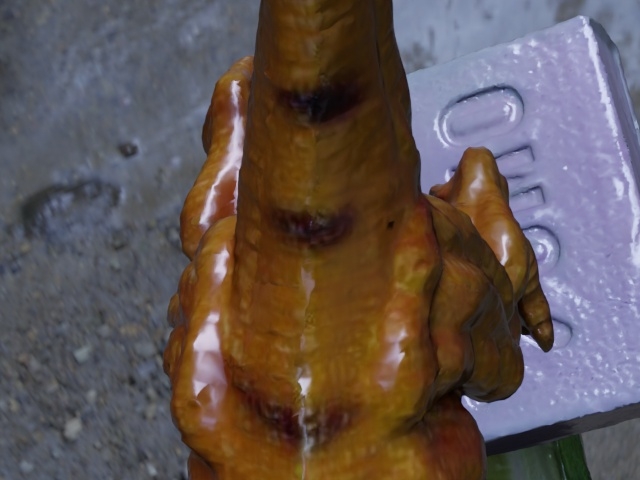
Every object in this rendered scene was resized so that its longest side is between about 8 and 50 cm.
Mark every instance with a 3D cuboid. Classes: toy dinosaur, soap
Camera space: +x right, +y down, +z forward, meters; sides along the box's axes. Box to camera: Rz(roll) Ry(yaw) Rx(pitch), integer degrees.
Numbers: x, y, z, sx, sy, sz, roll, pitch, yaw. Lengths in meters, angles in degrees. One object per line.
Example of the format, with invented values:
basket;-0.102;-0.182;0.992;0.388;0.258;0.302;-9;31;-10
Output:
toy dinosaur;0.000;0.000;0.414;0.097;0.432;0.208;-10;20;11
soap;0.118;0.015;1.250;0.285;0.107;0.296;-19;72;20

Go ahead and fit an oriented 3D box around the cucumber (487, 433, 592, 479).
cucumber;0.185;0.192;1.479;0.145;0.105;0.325;-8;99;41
